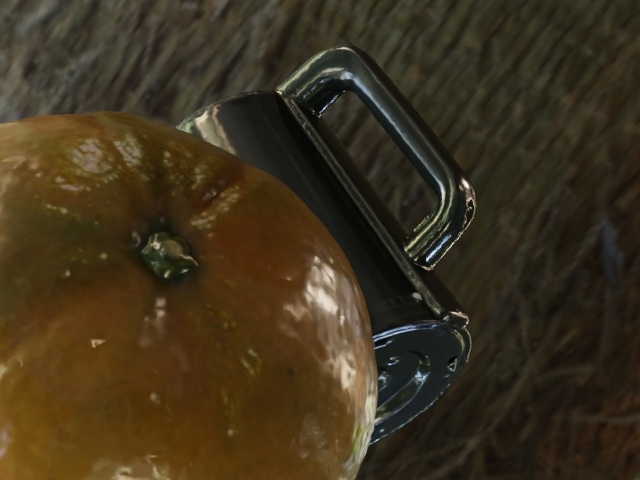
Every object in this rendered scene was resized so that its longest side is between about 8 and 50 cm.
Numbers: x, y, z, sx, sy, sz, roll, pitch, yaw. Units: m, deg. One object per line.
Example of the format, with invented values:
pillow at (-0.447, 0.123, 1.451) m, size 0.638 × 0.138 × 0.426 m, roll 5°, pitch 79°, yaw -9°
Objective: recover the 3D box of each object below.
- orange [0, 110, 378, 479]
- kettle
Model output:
orange at (-0.085, 0.048, 0.540) m, size 0.240 × 0.171 × 0.240 m, roll 17°, pitch -131°, yaw -20°
kettle at (-0.013, 0.003, 1.120) m, size 0.203 × 0.262 × 0.308 m, roll -8°, pitch -127°, yaw -31°
